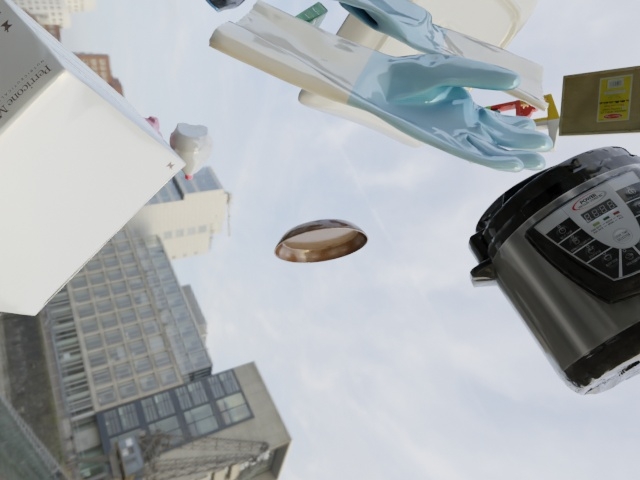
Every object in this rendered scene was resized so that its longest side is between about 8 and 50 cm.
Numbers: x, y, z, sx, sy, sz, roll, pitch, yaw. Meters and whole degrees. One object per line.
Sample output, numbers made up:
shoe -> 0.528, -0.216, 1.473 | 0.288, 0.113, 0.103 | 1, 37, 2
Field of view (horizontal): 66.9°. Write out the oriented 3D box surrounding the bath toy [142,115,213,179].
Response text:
bath toy -> -0.414, -0.221, 1.079 | 0.151, 0.348, 0.129 | -91, -167, -55

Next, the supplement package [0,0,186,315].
supplement package -> -0.320, -0.071, 0.510 | 0.145, 0.262, 0.204 | 44, -1, 20

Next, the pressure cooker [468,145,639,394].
pressure cooker -> 0.517, 0.034, 0.929 | 0.376, 0.369, 0.421 | -60, -137, 43

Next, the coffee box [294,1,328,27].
coffee box -> -0.066, -0.551, 1.293 | 0.040, 0.184, 0.113 | 45, -32, -3

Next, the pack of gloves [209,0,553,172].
pack of gloves -> 0.070, -0.147, 0.348 | 0.046, 0.232, 0.195 | 115, -1, -47

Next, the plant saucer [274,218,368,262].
plant saucer -> 0.000, 0.000, 0.857 | 0.168, 0.168, 0.029 | 134, -49, -57

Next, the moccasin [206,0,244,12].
moccasin -> -0.107, -0.601, 0.963 | 0.116, 0.137, 0.342 | 21, -95, 51

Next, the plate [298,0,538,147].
plate -> 0.146, -0.249, 0.633 | 0.277, 0.278, 0.045 | -53, -127, 27

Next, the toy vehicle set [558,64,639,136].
toy vehicle set -> 0.765, -0.358, 1.253 | 0.266, 0.035, 0.166 | 10, -79, 46

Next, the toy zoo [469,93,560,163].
toy zoo -> 0.604, -0.344, 1.484 | 0.293, 0.030, 0.193 | -5, -114, 29
